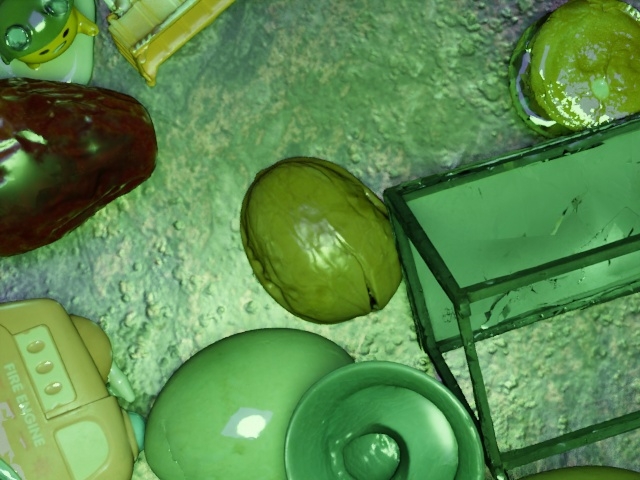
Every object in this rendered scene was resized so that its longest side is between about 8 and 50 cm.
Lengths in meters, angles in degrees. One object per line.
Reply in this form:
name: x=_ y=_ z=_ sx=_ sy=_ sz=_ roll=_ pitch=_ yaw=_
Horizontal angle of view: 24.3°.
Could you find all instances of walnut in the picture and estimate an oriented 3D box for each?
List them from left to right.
walnut: x=-0.001 y=-0.001 z=1.657 sx=0.167 sy=0.087 sz=0.211 roll=-44 pitch=87 yaw=-2

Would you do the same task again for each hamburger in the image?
hamburger: x=0.312 y=-0.186 z=1.687 sx=0.185 sy=0.113 sz=0.177 roll=-17 pitch=79 yaw=-12

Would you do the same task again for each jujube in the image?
jujube: x=-0.309 y=-0.087 z=1.614 sx=0.255 sy=0.190 sz=0.190 roll=-15 pitch=85 yaw=-23

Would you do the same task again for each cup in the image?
cup: x=0.078 y=0.202 z=1.482 sx=0.199 sy=0.150 sz=0.199 roll=2 pitch=99 yaw=16

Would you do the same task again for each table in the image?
table: x=0.276 y=0.047 z=1.537 sx=0.335 sy=0.272 sz=0.222 roll=-18 pitch=118 yaw=-4

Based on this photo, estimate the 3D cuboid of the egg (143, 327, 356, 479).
egg: x=-0.066 y=0.189 z=1.579 sx=0.253 sy=0.186 sz=0.187 roll=-18 pitch=85 yaw=-16

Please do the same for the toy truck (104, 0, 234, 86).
toy truck: x=-0.127 y=-0.306 z=1.670 sx=0.270 sy=0.114 sz=0.135 roll=-42 pitch=84 yaw=-6

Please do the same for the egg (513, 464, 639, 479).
egg: x=0.232 y=0.385 z=1.472 sx=0.374 sy=0.301 sz=0.301 roll=-30 pitch=86 yaw=-13

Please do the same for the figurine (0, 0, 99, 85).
figurine: x=-0.345 y=-0.270 z=1.641 sx=0.166 sy=0.141 sz=0.250 roll=-37 pitch=87 yaw=-5

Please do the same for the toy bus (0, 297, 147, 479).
toy bus: x=-0.310 y=0.194 z=1.580 sx=0.232 sy=0.194 sz=0.288 roll=-24 pitch=85 yaw=-18
